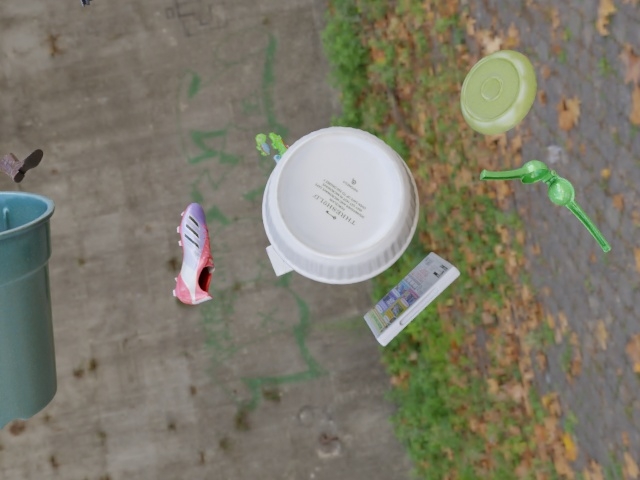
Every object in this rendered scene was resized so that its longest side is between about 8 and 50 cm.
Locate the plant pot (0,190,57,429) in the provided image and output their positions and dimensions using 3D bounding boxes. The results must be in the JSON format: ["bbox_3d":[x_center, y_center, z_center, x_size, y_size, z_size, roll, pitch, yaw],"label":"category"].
[{"bbox_3d":[-0.586,0.122,1.474,0.341,0.341,0.334,-111,15,-72],"label":"plant pot"}]

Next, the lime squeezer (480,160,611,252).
[{"bbox_3d":[0.439,-0.091,1.700,0.059,0.310,0.110,-50,21,33],"label":"lime squeezer"}]

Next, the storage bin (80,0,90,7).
[{"bbox_3d":[-0.412,-0.505,1.642,0.135,0.091,0.098,89,161,-55],"label":"storage bin"}]

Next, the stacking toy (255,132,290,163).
[{"bbox_3d":[-0.047,-0.149,1.908,0.221,0.052,0.167,50,170,-15],"label":"stacking toy"}]

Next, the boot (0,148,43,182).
[{"bbox_3d":[-0.754,-0.203,2.236,0.114,0.106,0.037,31,166,45],"label":"boot"}]

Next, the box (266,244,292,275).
[{"bbox_3d":[0.000,0.000,1.905,0.324,0.063,0.067,-26,-88,-59],"label":"box"}]

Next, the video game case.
[{"bbox_3d":[0.170,0.107,1.706,0.023,0.193,0.212,46,-178,-8],"label":"video game case"}]

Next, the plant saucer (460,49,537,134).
[{"bbox_3d":[0.475,-0.410,2.441,0.037,0.241,0.241,14,-123,-46],"label":"plant saucer"}]

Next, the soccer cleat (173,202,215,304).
[{"bbox_3d":[-0.284,0.030,2.093,0.083,0.095,0.248,39,-130,-58],"label":"soccer cleat"}]

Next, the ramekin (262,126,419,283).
[{"bbox_3d":[0.033,-0.066,1.496,0.127,0.272,0.273,79,180,-80],"label":"ramekin"}]
